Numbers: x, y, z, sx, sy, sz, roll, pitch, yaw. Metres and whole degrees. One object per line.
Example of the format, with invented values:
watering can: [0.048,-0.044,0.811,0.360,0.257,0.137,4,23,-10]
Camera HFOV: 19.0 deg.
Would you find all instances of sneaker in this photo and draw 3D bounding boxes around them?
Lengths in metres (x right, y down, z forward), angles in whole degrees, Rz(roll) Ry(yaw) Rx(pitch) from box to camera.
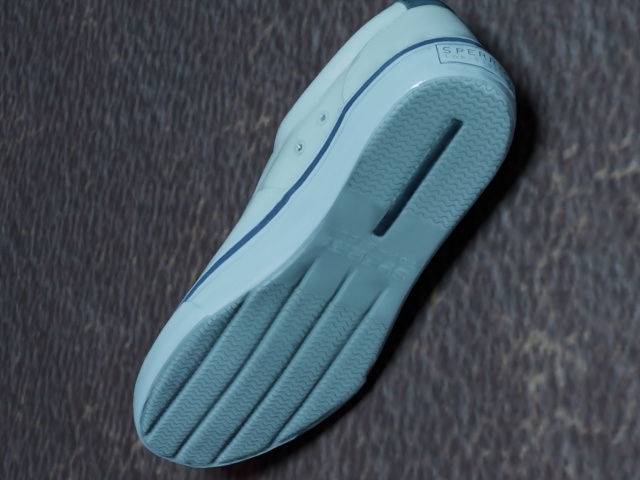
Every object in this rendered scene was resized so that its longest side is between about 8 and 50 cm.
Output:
sneaker: [0.000,0.000,0.887,0.258,0.094,0.091,-49,27,24]
